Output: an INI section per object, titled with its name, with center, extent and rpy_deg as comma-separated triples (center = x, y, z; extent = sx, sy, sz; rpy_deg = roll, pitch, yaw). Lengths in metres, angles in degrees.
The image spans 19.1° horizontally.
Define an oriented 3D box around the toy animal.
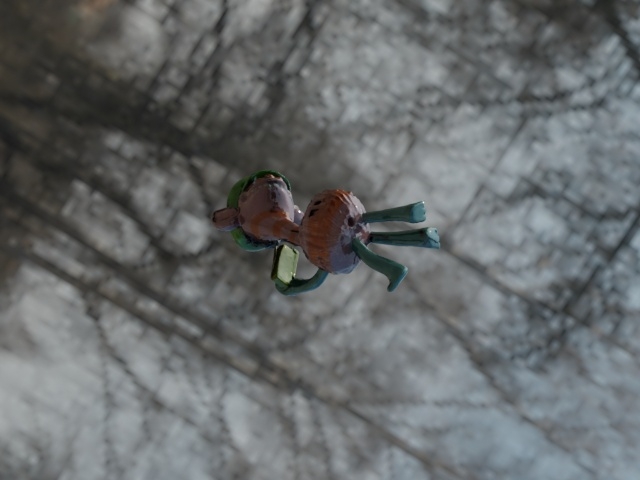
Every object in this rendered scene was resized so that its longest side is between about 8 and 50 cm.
[toy animal]
center = 0.000, 0.000, 1.602
extent = 0.100, 0.208, 0.103
rpy_deg = -17, 109, -48
